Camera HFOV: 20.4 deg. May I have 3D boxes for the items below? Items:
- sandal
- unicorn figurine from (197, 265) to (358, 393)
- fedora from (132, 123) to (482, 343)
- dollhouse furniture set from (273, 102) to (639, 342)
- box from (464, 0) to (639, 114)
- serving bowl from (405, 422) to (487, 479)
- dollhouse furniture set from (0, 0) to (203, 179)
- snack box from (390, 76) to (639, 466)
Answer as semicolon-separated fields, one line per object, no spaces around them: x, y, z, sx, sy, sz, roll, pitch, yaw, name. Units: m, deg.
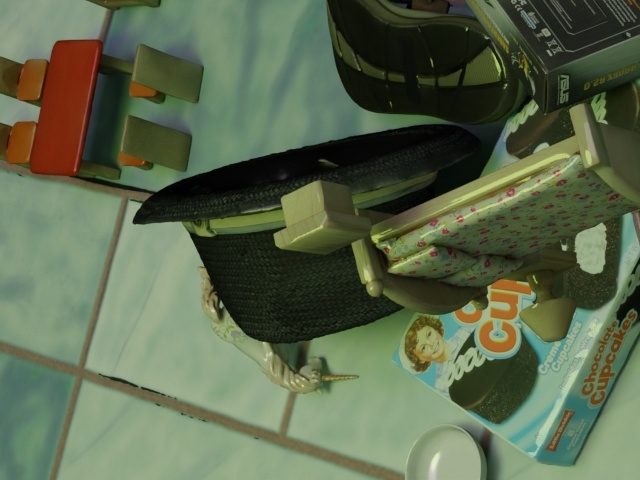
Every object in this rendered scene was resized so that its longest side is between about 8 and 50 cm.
0.100;-0.172;1.639;0.303;0.086;0.120;27;130;50;sandal
-0.055;0.093;1.704;0.060;0.162;0.111;-57;22;21;unicorn figurine
0.000;0.000;1.591;0.334;0.334;0.152;-7;101;40;fedora
0.207;0.020;1.150;0.303;0.355;0.174;-25;69;36;dollhouse furniture set
0.215;-0.231;1.506;0.183;0.056;0.231;-22;56;-12;box
0.115;0.204;1.566;0.083;0.027;0.083;-12;71;39;serving bowl
-0.265;-0.196;1.936;0.262;0.135;0.259;3;81;42;dollhouse furniture set
0.203;0.007;1.518;0.187;0.060;0.322;33;101;43;snack box
